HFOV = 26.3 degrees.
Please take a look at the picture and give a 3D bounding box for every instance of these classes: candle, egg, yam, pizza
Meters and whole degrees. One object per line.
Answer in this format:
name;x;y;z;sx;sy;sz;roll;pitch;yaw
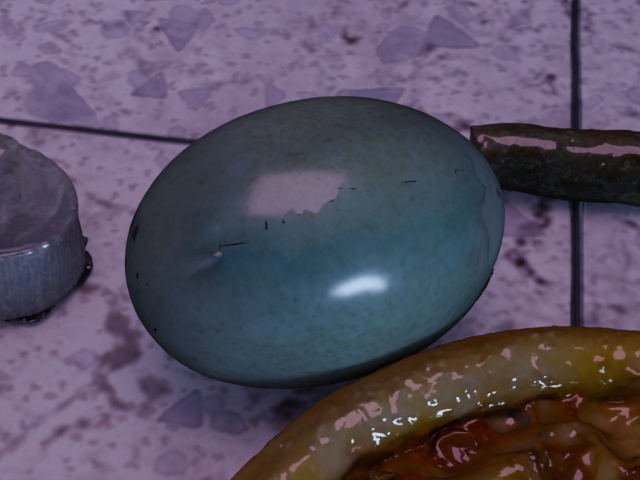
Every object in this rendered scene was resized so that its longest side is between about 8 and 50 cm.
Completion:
candle;-0.253;-0.015;0.887;0.192;0.068;0.168;-11;47;-18
egg;0.000;0.000;0.813;0.236;0.169;0.169;-17;49;-17
yam;0.240;-0.051;0.951;0.274;0.061;0.061;2;46;1
pizza;0.088;0.140;0.748;0.365;0.074;0.182;-14;52;-17
